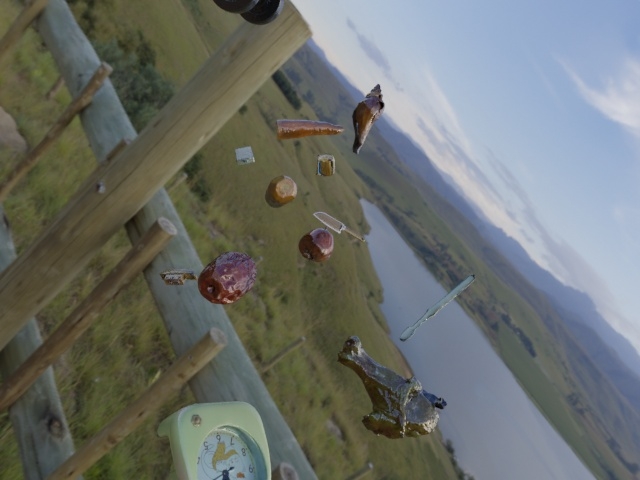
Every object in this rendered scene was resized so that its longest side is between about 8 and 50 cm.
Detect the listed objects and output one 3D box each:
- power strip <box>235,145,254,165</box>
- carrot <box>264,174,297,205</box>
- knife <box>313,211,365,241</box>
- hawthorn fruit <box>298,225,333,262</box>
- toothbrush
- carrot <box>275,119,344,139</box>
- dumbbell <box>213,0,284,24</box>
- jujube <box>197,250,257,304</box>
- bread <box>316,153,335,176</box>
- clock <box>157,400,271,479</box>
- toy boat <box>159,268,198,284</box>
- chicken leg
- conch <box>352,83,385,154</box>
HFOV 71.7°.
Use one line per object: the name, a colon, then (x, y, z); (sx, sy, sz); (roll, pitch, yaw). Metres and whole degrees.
power strip: (-0.215, -0.237, 1.248); (0.136, 0.051, 0.019); (-117, -163, -60)
carrot: (-0.166, -0.196, 1.813); (0.114, 0.114, 0.302); (49, -10, -8)
knife: (0.080, -0.053, 1.827); (0.256, 0.046, 0.022); (30, -16, -18)
hawthorn fruit: (0.003, 0.013, 1.850); (0.149, 0.189, 0.149); (47, -22, 26)
toothbrush: (0.332, 0.187, 1.245); (0.026, 0.294, 0.028); (44, -14, 32)
carrot: (-0.030, -0.339, 1.350); (0.061, 0.210, 0.061); (177, -90, -84)
dumbbell: (-0.186, -0.642, 1.130); (0.143, 0.143, 0.325); (50, 22, -2)
jujube: (-0.312, 0.124, 1.504); (0.174, 0.174, 0.250); (51, 18, 3)
bread: (0.021, -0.296, 1.735); (0.106, 0.072, 0.053); (92, 5, -61)
clock: (-0.258, 0.599, 1.134); (0.286, 0.117, 0.348); (21, 42, -49)
toy boat: (-0.713, 0.185, 2.226); (0.077, 0.201, 0.057); (-84, 169, -47)
chicken leg: (0.187, 0.475, 1.362); (0.361, 0.211, 0.140); (33, -22, 10)
conch: (0.145, -0.405, 1.447); (0.080, 0.232, 0.086); (33, 5, -35)
